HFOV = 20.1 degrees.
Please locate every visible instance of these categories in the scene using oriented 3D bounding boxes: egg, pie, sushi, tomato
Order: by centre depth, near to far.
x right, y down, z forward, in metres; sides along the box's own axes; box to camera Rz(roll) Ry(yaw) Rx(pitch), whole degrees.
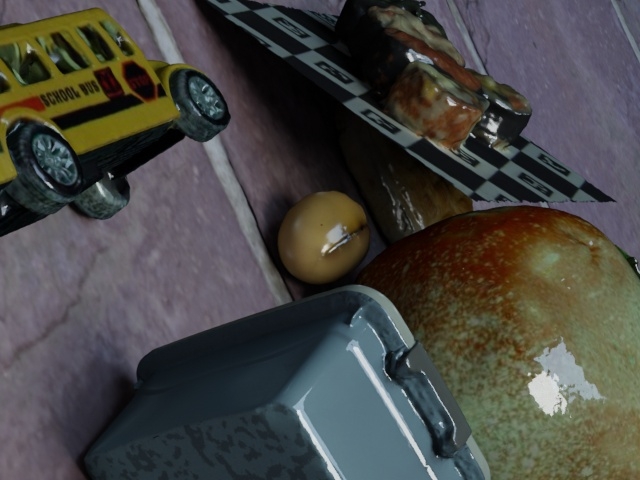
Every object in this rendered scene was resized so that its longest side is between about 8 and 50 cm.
[{"bbox_3d":[0.152,0.114,1.425,0.303,0.239,0.303,37,40,-40],"label":"tomato"},{"bbox_3d":[0.000,0.000,1.436,0.083,0.071,0.071,-34,98,-52],"label":"egg"},{"bbox_3d":[0.096,-0.150,1.566,0.320,0.069,0.339,38,18,22],"label":"sushi"},{"bbox_3d":[0.081,-0.069,1.677,0.195,0.046,0.195,41,36,-39],"label":"pie"}]

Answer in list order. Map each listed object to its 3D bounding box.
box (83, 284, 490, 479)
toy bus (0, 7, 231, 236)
[{"bbox_3d":[-0.026,0.133,1.109,0.162,0.227,0.130,59,43,-13],"label":"box"},{"bbox_3d":[-0.185,-0.063,1.090,0.123,0.121,0.335,57,27,0],"label":"toy bus"}]
